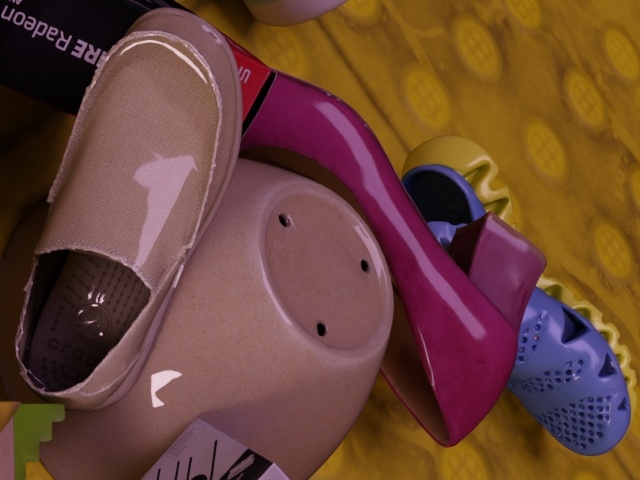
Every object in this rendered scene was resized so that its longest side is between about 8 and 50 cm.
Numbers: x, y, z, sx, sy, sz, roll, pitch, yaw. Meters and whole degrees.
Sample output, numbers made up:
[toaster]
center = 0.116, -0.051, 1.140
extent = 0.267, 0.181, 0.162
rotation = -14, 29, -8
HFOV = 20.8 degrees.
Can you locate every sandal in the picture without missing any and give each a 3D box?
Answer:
[sandal]
center = 0.153, 0.067, 1.534
extent = 0.317, 0.126, 0.138
rotation = 51, 43, -2

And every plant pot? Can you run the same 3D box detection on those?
[plant pot]
center = -0.060, 0.052, 1.236
extent = 0.284, 0.191, 0.284
rotation = 27, 50, -37

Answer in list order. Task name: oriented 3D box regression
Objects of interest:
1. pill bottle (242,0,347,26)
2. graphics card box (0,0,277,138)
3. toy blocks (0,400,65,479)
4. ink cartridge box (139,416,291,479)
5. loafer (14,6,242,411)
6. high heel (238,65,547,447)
[pill bottle]
center = -0.058, -0.320, 1.453
extent = 0.264, 0.146, 0.146
rotation = 56, 37, -28
[graphics card box]
center = -0.236, -0.177, 1.150
extent = 0.371, 0.094, 0.233
rotation = 24, 10, -40
[toy blocks]
center = -0.289, 0.218, 0.911
extent = 0.381, 0.191, 0.261
rotation = 8, 78, -58
[ink cartridge box]
center = -0.110, 0.212, 1.080
extent = 0.207, 0.097, 0.046
rotation = -49, 123, -15
[loafer]
center = -0.119, -0.010, 1.075
extent = 0.102, 0.268, 0.092
rotation = 17, 11, 3
[high heel]
center = 0.000, 0.000, 1.373
extent = 0.377, 0.127, 0.181
rotation = 30, 64, -6
